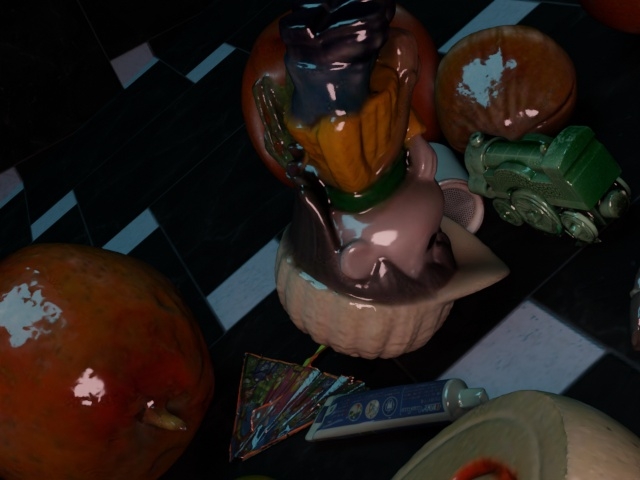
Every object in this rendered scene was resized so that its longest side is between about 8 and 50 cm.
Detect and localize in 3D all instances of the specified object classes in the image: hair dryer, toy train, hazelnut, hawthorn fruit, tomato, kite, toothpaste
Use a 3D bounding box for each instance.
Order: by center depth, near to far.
[{"bbox_3d":[0.063,0.144,0.830,0.197,0.035,0.057,-18,28,44],"label":"toothpaste"},{"bbox_3d":[0.202,-0.056,0.889,0.071,0.104,0.178,-50,26,-12],"label":"toy train"},{"bbox_3d":[-0.041,0.151,0.989,0.183,0.014,0.241,-47,24,-18],"label":"kite"},{"bbox_3d":[-0.229,0.148,0.996,0.298,0.277,0.277,17,59,39],"label":"hawthorn fruit"},{"bbox_3d":[0.192,-0.152,1.012,0.150,0.150,0.150,-32,26,17],"label":"hazelnut"},{"bbox_3d":[0.067,0.002,1.047,0.236,0.073,0.131,-44,22,13],"label":"hair dryer"},{"bbox_3d":[0.029,-0.169,1.154,0.224,0.256,0.255,-34,18,-34],"label":"tomato"}]

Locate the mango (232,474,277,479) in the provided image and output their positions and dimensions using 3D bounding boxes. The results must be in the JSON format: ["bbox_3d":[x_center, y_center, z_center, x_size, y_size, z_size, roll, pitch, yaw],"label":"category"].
[{"bbox_3d":[-0.059,0.241,0.777,0.111,0.089,0.163,-36,17,10],"label":"mango"}]

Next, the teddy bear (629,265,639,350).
[{"bbox_3d":[0.311,-0.034,0.657,0.171,0.144,0.251,10,56,48],"label":"teddy bear"}]

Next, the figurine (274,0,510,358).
[{"bbox_3d":[0.025,-0.048,0.859,0.204,0.332,0.185,-17,26,22],"label":"figurine"}]

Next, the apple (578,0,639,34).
[{"bbox_3d":[0.356,-0.314,0.979,0.234,0.234,0.234,-32,26,17],"label":"apple"}]

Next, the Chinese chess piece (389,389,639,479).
[{"bbox_3d":[0.083,0.207,0.525,0.273,0.102,0.273,-51,6,8],"label":"Chinese chess piece"}]
